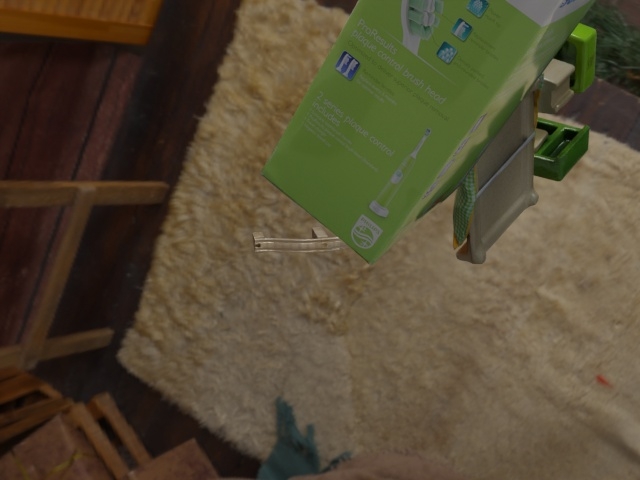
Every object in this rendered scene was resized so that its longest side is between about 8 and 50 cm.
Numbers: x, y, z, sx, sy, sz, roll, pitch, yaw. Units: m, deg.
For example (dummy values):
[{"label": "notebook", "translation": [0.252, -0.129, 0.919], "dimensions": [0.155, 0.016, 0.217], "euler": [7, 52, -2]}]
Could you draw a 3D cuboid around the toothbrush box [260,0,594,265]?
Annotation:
[{"label": "toothbrush box", "translation": [0.104, -0.147, 0.679], "dimensions": [0.122, 0.206, 0.283], "euler": [40, 125, 9]}]

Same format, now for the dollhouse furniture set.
[{"label": "dollhouse furniture set", "translation": [0.208, -0.138, 1.106], "dimensions": [0.151, 0.301, 0.198], "euler": [22, 139, 34]}]

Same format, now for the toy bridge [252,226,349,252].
[{"label": "toy bridge", "translation": [0.000, 0.000, 1.234], "dimensions": [0.188, 0.063, 0.026], "euler": [-4, 103, -8]}]
